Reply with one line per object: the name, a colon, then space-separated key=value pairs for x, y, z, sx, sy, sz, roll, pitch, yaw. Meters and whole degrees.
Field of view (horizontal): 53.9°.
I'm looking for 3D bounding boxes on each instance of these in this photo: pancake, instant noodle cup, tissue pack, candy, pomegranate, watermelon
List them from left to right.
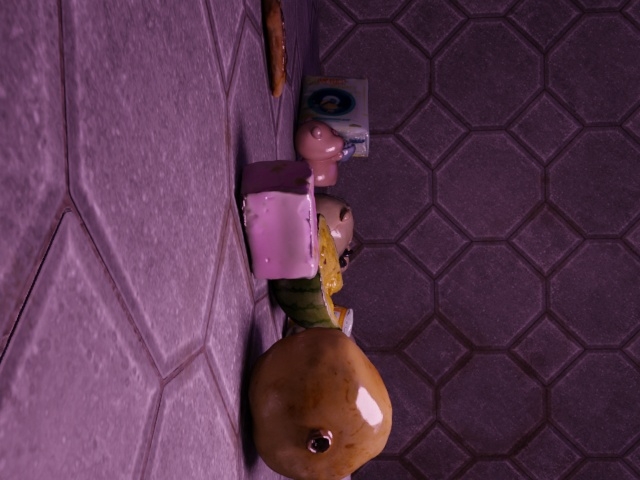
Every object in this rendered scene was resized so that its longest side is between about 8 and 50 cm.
pancake: x=-0.122 y=-0.551 z=1.710 sx=0.212 sy=0.056 sz=0.257 roll=100 pitch=-17 yaw=-74
candy: x=-0.085 y=-0.036 z=1.370 sx=0.115 sy=0.156 sz=0.265 roll=-91 pitch=177 yaw=-48
watermelon: x=-0.044 y=0.101 z=1.724 sx=0.331 sy=0.189 sz=0.330 roll=-17 pitch=90 yaw=-82
pomegranate: x=-0.001 y=0.358 z=1.375 sx=0.332 sy=0.333 sz=0.332 roll=-1 pitch=90 yaw=-86
instant noodle cup: x=0.005 y=0.261 z=2.051 sx=0.168 sy=0.185 sz=0.168 roll=9 pitch=90 yaw=-75
tissue pack: x=0.058 y=-0.519 z=2.597 sx=0.162 sy=0.287 sz=0.388 roll=93 pitch=0 yaw=-46

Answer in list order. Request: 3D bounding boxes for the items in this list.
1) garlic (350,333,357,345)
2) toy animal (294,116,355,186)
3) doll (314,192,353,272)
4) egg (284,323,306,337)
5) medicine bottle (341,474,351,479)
garlic: x=-0.005 y=0.410 z=2.255 sx=0.246 sy=0.231 sz=0.340 roll=17 pitch=56 yaw=-43
toy animal: x=-0.010 y=-0.324 z=2.357 sx=0.221 sy=0.229 sz=0.210 roll=-54 pitch=-153 yaw=13
doll: x=0.000 y=0.000 z=2.079 sx=0.349 sy=0.247 sz=0.247 roll=110 pitch=-17 yaw=-61
egg: x=-0.043 y=0.327 z=1.931 sx=0.181 sy=0.141 sz=0.141 roll=94 pitch=-1 yaw=-53
medicine bottle: x=0.016 y=0.736 z=2.269 sx=0.190 sy=0.190 sz=0.332 roll=84 pitch=6 yaw=-47
